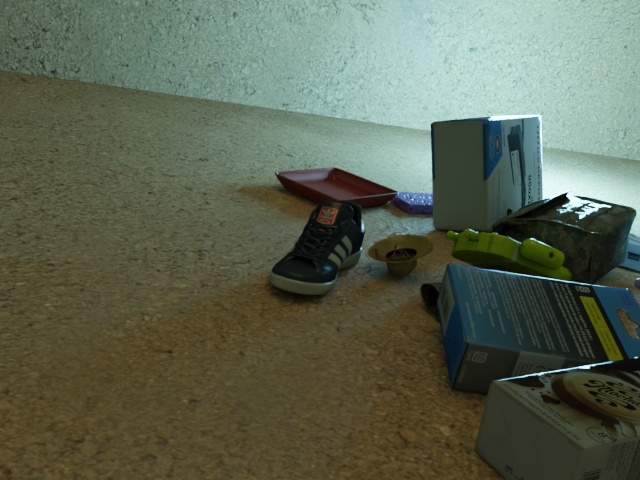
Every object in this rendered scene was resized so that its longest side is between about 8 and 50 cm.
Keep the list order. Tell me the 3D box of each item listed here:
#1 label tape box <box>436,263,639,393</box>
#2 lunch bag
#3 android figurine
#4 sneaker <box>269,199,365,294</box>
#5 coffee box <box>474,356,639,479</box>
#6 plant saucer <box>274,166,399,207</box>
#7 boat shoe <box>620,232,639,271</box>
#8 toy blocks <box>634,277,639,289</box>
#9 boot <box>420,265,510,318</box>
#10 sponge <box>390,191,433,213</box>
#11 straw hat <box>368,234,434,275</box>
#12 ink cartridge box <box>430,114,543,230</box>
[{"bbox_3d":[0.379,0.161,1.291,0.334,0.105,0.240,9,29,-2],"label":"label tape box"},{"bbox_3d":[0.592,-0.023,1.897,0.287,0.168,0.235,20,27,37],"label":"lunch bag"},{"bbox_3d":[0.397,0.035,1.644,0.273,0.056,0.248,22,-12,-20],"label":"android figurine"},{"bbox_3d":[0.000,0.000,1.556,0.131,0.148,0.350,15,20,14],"label":"sneaker"},{"bbox_3d":[0.384,0.260,1.040,0.297,0.118,0.168,-2,21,-31],"label":"coffee box"},{"bbox_3d":[0.044,-0.143,2.154,0.259,0.047,0.259,26,25,38],"label":"plant saucer"},{"bbox_3d":[0.782,0.014,2.006,0.268,0.096,0.088,17,16,16],"label":"boat shoe"},{"bbox_3d":[0.699,0.082,1.312,0.260,0.308,0.288,12,42,-15],"label":"toy blocks"},{"bbox_3d":[0.297,0.105,1.545,0.209,0.075,0.189,-3,20,-16],"label":"boot"},{"bbox_3d":[0.311,-0.109,2.216,0.210,0.031,0.117,-1,21,-28],"label":"sponge"},{"bbox_3d":[0.175,0.043,1.657,0.145,0.061,0.144,-6,23,3],"label":"straw hat"},{"bbox_3d":[0.469,-0.197,2.116,0.166,0.285,0.395,4,12,36],"label":"ink cartridge box"}]
